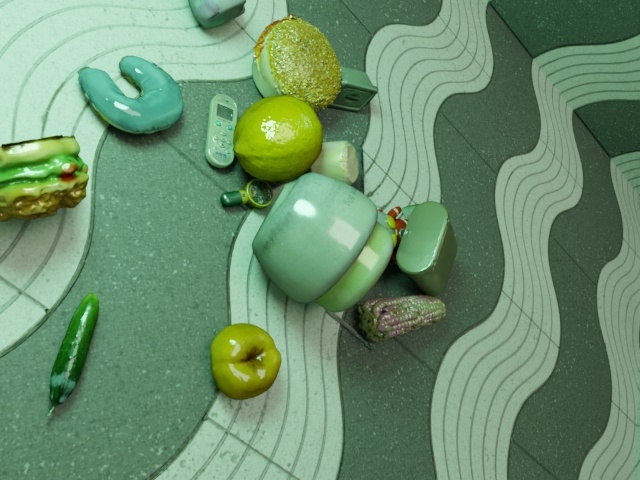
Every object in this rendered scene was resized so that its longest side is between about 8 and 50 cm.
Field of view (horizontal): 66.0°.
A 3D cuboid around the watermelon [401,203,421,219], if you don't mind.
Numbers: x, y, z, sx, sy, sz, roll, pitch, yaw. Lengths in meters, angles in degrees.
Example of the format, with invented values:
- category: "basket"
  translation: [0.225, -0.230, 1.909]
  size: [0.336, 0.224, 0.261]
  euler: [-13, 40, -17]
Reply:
- category: "watermelon"
  translation: [0.339, -0.068, 1.719]
  size: [0.097, 0.121, 0.158]
  euler: [-10, 124, -24]

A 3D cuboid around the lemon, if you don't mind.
- category: "lemon"
  translation: [-0.110, -0.274, 1.331]
  size: [0.236, 0.236, 0.263]
  euler: [40, 59, -19]

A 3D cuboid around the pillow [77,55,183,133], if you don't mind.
- category: "pillow"
  translation: [-0.449, -0.360, 1.206]
  size: [0.214, 0.086, 0.233]
  euler: [50, 49, -4]

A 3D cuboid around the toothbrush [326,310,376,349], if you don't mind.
- category: "toothbrush"
  translation: [0.091, 0.259, 1.423]
  size: [0.194, 0.017, 0.014]
  euler: [41, 48, -15]

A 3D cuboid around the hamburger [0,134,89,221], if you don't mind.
- category: "hamburger"
  translation: [-0.559, -0.114, 0.950]
  size: [0.237, 0.237, 0.149]
  euler: [-23, 106, -40]

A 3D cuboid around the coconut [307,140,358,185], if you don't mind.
- category: "coconut"
  translation: [0.028, -0.223, 1.474]
  size: [0.147, 0.152, 0.147]
  euler: [-3, 90, -66]

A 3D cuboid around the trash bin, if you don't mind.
- category: "trash bin"
  translation: [0.345, 0.037, 1.550]
  size: [0.247, 0.121, 0.243]
  euler: [47, 61, -55]

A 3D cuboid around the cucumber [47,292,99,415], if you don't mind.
- category: "cucumber"
  translation: [-0.488, 0.219, 0.978]
  size: [0.056, 0.056, 0.250]
  euler: [22, 61, -29]

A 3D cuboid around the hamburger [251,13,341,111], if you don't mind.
- category: "hamburger"
  translation: [-0.069, -0.522, 1.488]
  size: [0.294, 0.179, 0.276]
  euler: [50, 54, -12]

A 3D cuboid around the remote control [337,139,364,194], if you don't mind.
- category: "remote control"
  translation: [0.097, -0.138, 1.560]
  size: [0.107, 0.044, 0.378]
  euler: [13, 65, -29]

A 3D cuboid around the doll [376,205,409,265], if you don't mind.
- category: "doll"
  translation: [0.216, -0.019, 1.535]
  size: [0.336, 0.105, 0.200]
  euler: [6, 79, -51]

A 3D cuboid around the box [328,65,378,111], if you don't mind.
- category: "box"
  translation: [0.092, -0.512, 1.652]
  size: [0.172, 0.124, 0.093]
  euler: [-1, 64, -39]

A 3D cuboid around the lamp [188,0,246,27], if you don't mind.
- category: "lamp"
  translation: [-0.356, -0.752, 1.365]
  size: [0.247, 0.247, 0.301]
  euler: [-27, 105, -1]

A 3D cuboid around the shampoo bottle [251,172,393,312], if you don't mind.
- category: "shampoo bottle"
  translation: [0.000, 0.000, 1.253]
  size: [0.317, 0.322, 0.322]
  euler: [40, 54, -12]

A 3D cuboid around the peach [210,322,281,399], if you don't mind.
- category: "peach"
  translation: [-0.176, 0.280, 1.159]
  size: [0.179, 0.103, 0.179]
  euler: [11, 69, -32]

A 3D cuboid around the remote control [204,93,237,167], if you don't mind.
- category: "remote control"
  translation: [-0.271, -0.297, 1.343]
  size: [0.078, 0.042, 0.222]
  euler: [14, 64, -32]

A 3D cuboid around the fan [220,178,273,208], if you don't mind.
- category: "fan"
  translation: [-0.201, -0.119, 1.330]
  size: [0.155, 0.039, 0.082]
  euler: [-14, 82, -38]

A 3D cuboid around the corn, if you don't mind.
- category: "corn"
  translation: [0.255, 0.222, 1.493]
  size: [0.335, 0.126, 0.127]
  euler: [-5, 76, -40]
